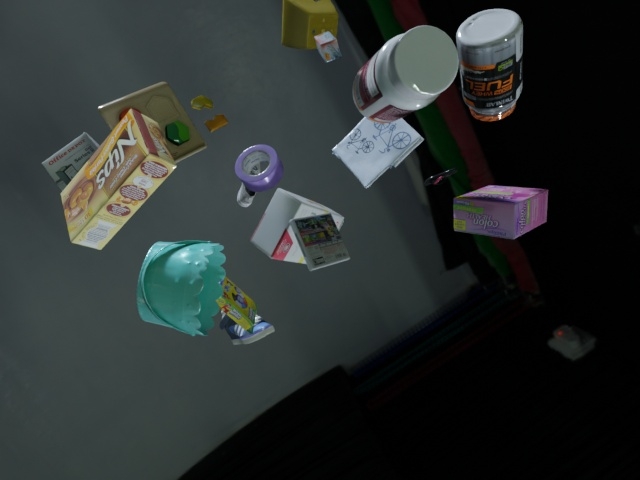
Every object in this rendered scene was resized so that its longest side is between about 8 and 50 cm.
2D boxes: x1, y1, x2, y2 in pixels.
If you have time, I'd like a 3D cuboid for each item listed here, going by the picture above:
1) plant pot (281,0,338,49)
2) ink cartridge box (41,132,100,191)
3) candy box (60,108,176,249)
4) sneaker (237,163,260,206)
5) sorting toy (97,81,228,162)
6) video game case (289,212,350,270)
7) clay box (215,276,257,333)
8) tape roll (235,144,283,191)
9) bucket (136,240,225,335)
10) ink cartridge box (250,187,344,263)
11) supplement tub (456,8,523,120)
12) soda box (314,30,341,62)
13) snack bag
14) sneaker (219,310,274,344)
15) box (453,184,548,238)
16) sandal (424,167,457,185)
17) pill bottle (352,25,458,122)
[{"bbox_3d":[-0.034,-0.947,2.064,0.187,0.212,0.212,50,-34,41],"label":"plant pot"},{"bbox_3d":[-0.898,-0.240,1.820,0.289,0.211,0.121,48,-10,12],"label":"ink cartridge box"},{"bbox_3d":[-0.511,-0.149,1.166,0.088,0.316,0.182,26,27,-54],"label":"candy box"},{"bbox_3d":[-0.342,-0.310,2.361,0.115,0.105,0.281,-20,-119,55],"label":"sneaker"},{"bbox_3d":[-0.425,-0.340,1.322,0.229,0.307,0.041,57,-29,-5],"label":"sorting toy"},{"bbox_3d":[0.000,0.000,1.601,0.201,0.023,0.183,-13,77,-47],"label":"video game case"},{"bbox_3d":[-0.313,0.240,1.751,0.222,0.053,0.127,45,17,-22],"label":"clay box"},{"bbox_3d":[-0.256,-0.303,1.960,0.189,0.189,0.080,55,-3,30],"label":"tape roll"},{"bbox_3d":[-0.401,0.131,1.371,0.281,0.183,0.280,7,90,-89],"label":"bucket"},{"bbox_3d":[-0.096,-0.050,2.156,0.160,0.279,0.385,33,10,31],"label":"ink cartridge box"},{"bbox_3d":[0.552,-0.556,1.515,0.193,0.194,0.316,54,-4,41],"label":"supplement tub"},{"bbox_3d":[0.023,-0.663,1.595,0.183,0.058,0.062,-103,173,-57],"label":"soda box"},{"bbox_3d":[0.252,-0.434,2.140,0.037,0.342,0.323,30,19,-54],"label":"snack bag"},{"bbox_3d":[-0.369,0.366,2.247,0.323,0.130,0.236,-22,-92,47],"label":"sneaker"},{"bbox_3d":[0.605,-0.103,1.572,0.214,0.243,0.117,13,-65,46],"label":"box"},{"bbox_3d":[0.609,-0.312,2.368,0.067,0.179,0.040,6,66,-55],"label":"sandal"},{"bbox_3d":[0.253,-0.505,1.456,0.224,0.224,0.392,58,-7,-10],"label":"pill bottle"}]
